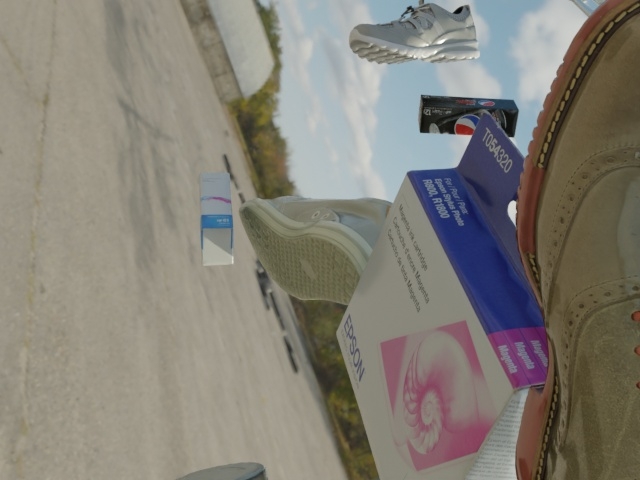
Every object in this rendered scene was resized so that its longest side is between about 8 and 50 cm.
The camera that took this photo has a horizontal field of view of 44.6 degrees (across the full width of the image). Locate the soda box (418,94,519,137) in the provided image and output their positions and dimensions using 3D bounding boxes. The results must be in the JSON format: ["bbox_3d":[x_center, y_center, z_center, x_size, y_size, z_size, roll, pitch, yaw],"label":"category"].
[{"bbox_3d":[0.258,-0.219,1.375,0.060,0.168,0.053,-84,176,-60],"label":"soda box"}]

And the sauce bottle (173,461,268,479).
[{"bbox_3d":[-0.038,0.326,0.517,0.111,0.111,0.345,110,-29,-85],"label":"sauce bottle"}]

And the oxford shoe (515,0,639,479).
[{"bbox_3d":[0.174,0.053,0.389,0.130,0.122,0.349,-101,-177,-62],"label":"oxford shoe"}]

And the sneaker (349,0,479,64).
[{"bbox_3d":[0.168,-0.385,1.429,0.105,0.281,0.115,6,-78,55],"label":"sneaker"}]

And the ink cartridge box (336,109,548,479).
[{"bbox_3d":[0.122,0.082,0.758,0.324,0.071,0.330,-107,-149,-53],"label":"ink cartridge box"}]

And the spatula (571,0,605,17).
[{"bbox_3d":[0.454,-0.349,1.188,0.242,0.168,0.019,-87,-168,-61],"label":"spatula"}]

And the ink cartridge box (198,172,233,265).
[{"bbox_3d":[-0.165,-0.035,1.233,0.089,0.052,0.123,98,-14,-49],"label":"ink cartridge box"}]

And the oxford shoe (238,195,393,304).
[{"bbox_3d":[0.000,0.000,1.181,0.449,0.130,0.169,9,-50,63],"label":"oxford shoe"}]
